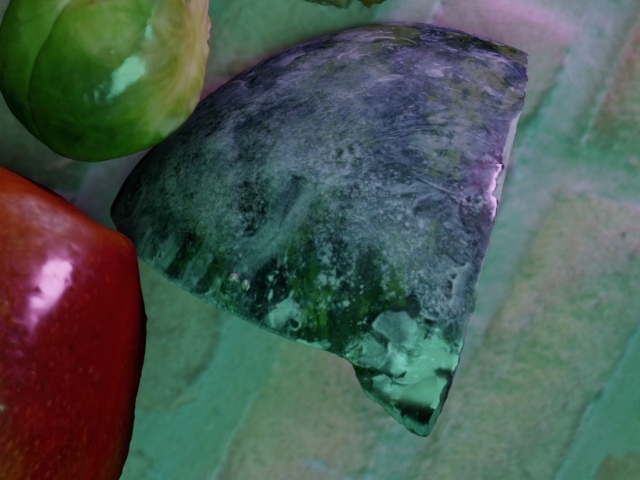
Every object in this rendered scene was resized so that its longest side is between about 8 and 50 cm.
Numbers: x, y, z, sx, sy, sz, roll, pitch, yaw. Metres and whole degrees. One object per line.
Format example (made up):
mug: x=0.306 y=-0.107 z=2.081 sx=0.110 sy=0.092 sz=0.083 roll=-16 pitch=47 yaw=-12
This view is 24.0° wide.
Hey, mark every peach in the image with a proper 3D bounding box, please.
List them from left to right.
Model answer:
peach: x=-0.258 y=0.092 z=0.949 sx=0.332 sy=0.308 sz=0.308 roll=-40 pitch=108 yaw=4

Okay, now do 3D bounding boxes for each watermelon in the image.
watermelon: x=0.000 y=0.000 z=1.011 sx=0.289 sy=0.320 sz=0.214 roll=-4 pitch=147 yaw=12

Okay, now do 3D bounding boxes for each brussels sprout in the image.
brussels sprout: x=-0.139 y=-0.125 z=0.984 sx=0.155 sy=0.155 sz=0.117 roll=-29 pitch=145 yaw=3

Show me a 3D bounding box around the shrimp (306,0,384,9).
shrimp: x=-0.031 y=-0.266 z=0.984 sx=0.294 sy=0.062 sz=0.154 roll=39 pitch=106 yaw=-18
